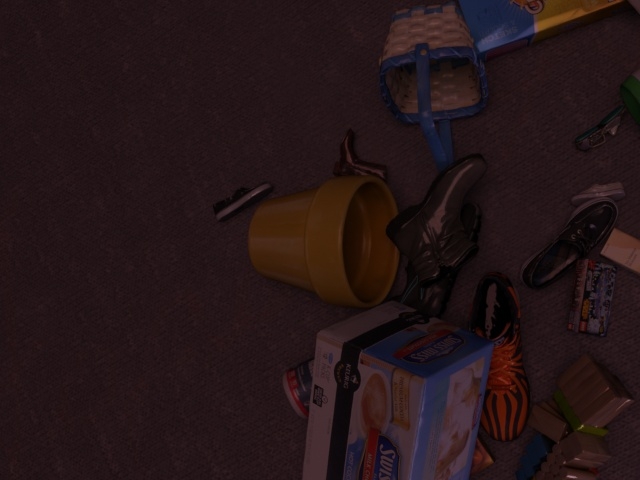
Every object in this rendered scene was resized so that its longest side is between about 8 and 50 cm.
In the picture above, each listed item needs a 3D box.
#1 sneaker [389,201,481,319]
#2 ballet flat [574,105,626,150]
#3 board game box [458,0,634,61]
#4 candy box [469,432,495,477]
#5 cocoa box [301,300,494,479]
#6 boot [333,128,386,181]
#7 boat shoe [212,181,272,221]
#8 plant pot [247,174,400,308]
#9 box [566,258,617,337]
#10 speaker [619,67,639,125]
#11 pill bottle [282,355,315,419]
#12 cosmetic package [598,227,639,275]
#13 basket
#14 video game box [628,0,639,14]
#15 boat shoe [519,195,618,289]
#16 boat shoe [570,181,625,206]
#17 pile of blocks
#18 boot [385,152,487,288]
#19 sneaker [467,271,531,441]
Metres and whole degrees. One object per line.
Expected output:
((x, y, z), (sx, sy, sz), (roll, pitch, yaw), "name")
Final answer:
((0.228, 0.040, 1.618), (0.106, 0.101, 0.267), (26, 91, 19), "sneaker")
((0.545, -0.212, 1.594), (0.114, 0.041, 0.041), (-37, 76, 9), "ballet flat")
((0.427, -0.520, 1.641), (0.317, 0.064, 0.242), (-19, 79, 13), "board game box")
((0.241, 0.374, 1.603), (0.109, 0.053, 0.186), (-36, 75, 10), "candy box")
((0.133, 0.322, 1.464), (0.228, 0.231, 0.347), (20, 112, 36), "cocoa box")
((0.093, -0.166, 1.709), (0.114, 0.037, 0.106), (20, 103, 20), "boot")
((-0.170, -0.091, 1.769), (0.142, 0.049, 0.040), (-30, 77, 13), "boat shoe")
((0.000, 0.000, 1.624), (0.239, 0.254, 0.254), (2, 84, 32), "plant pot")
((0.505, 0.107, 1.539), (0.027, 0.094, 0.137), (5, 85, 53), "box")
((0.710, -0.317, 1.511), (0.296, 0.131, 0.131), (-30, 77, 10), "speaker")
((0.025, 0.271, 1.644), (0.180, 0.108, 0.108), (-29, 77, 10), "pill bottle")
((0.588, 0.028, 1.549), (0.115, 0.041, 0.060), (27, 92, 16), "cosmetic package")
((0.218, -0.282, 1.583), (0.201, 0.255, 0.289), (-10, 63, 13), "basket")
((0.607, -0.555, 1.556), (0.187, 0.048, 0.205), (-39, 85, -13), "video game box")
((0.471, 0.009, 1.555), (0.228, 0.076, 0.080), (-40, 98, 9), "boat shoe")
((0.530, -0.091, 1.586), (0.100, 0.035, 0.035), (-12, 54, 18), "boat shoe")
((0.460, 0.389, 1.525), (0.149, 0.113, 0.362), (34, 102, 56), "pile of blocks")
((0.252, -0.031, 1.550), (0.246, 0.083, 0.161), (-44, 55, 13), "boot")
((0.318, 0.216, 1.531), (0.125, 0.180, 0.321), (-7, 82, 15), "sneaker")
